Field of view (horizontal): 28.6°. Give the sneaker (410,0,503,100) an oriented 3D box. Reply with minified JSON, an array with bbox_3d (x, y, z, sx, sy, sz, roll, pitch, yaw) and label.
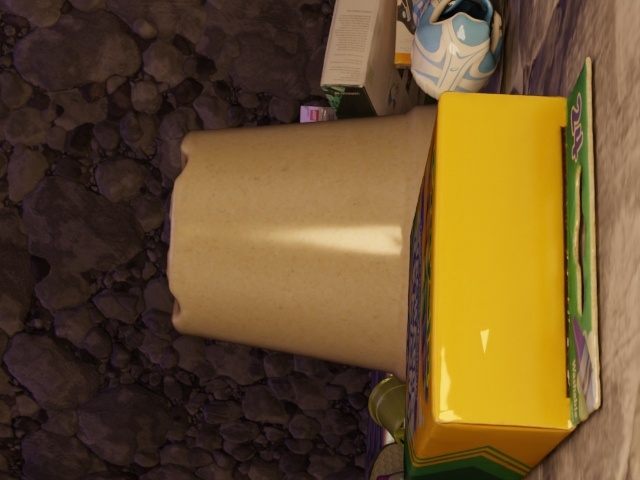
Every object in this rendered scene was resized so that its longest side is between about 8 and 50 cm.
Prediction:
[{"bbox_3d":[0.128,-0.195,1.128,0.086,0.085,0.237,-58,9,25],"label":"sneaker"}]

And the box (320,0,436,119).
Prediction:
[{"bbox_3d":[0.083,-0.208,1.531,0.322,0.058,0.232,56,-138,-61],"label":"box"}]

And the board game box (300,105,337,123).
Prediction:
[{"bbox_3d":[0.066,-0.136,2.180,0.305,0.053,0.193,-7,-77,-56],"label":"board game box"}]

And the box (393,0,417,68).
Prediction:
[{"bbox_3d":[0.126,-0.260,1.417,0.028,0.081,0.136,86,-173,-80],"label":"box"}]

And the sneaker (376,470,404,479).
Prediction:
[{"bbox_3d":[0.089,0.272,1.328,0.223,0.098,0.083,92,-179,-70],"label":"sneaker"}]

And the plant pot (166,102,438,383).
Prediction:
[{"bbox_3d":[0.000,0.000,1.347,0.334,0.306,0.333,3,-90,-90],"label":"plant pot"}]

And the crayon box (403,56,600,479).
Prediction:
[{"bbox_3d":[0.104,0.041,0.811,0.323,0.083,0.203,93,180,-71],"label":"crayon box"}]

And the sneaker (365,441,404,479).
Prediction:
[{"bbox_3d":[0.091,0.387,1.605,0.163,0.086,0.226,97,176,-52],"label":"sneaker"}]

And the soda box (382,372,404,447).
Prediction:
[{"bbox_3d":[0.114,0.237,1.700,0.063,0.058,0.183,90,-176,-84],"label":"soda box"}]

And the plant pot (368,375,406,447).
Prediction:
[{"bbox_3d":[0.110,0.224,1.596,0.079,0.083,0.083,-117,28,-66],"label":"plant pot"}]

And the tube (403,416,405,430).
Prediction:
[{"bbox_3d":[0.120,0.211,1.378,0.207,0.052,0.080,67,-151,-76],"label":"tube"}]
